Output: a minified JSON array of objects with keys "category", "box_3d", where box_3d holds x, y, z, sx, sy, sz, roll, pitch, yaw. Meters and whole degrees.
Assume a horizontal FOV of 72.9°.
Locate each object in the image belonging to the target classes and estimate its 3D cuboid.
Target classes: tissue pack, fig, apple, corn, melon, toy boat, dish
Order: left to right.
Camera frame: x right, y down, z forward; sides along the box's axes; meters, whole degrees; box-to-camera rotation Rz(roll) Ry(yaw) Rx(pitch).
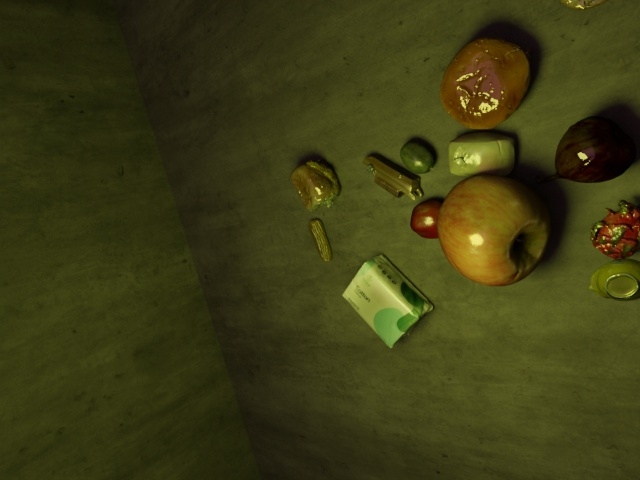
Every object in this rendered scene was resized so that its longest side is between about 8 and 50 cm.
[{"category":"corn","box_3d":[0.000,0.000,2.288,0.080,0.080,0.231,-15,98,42]},{"category":"tissue pack","box_3d":[0.310,0.284,2.045,0.356,0.194,0.266,46,130,19]},{"category":"toy boat","box_3d":[0.313,-0.273,1.917,0.310,0.089,0.115,35,128,25]},{"category":"melon","box_3d":[0.405,-0.341,1.801,0.167,0.114,0.114,44,128,21]},{"category":"apple","box_3d":[0.609,-0.045,1.566,0.346,0.391,0.391,34,127,51]},{"category":"fig","box_3d":[0.848,-0.264,1.442,0.217,0.217,0.321,59,160,7]},{"category":"dish","box_3d":[1.021,0.146,1.477,0.207,0.080,0.149,-32,83,40]}]

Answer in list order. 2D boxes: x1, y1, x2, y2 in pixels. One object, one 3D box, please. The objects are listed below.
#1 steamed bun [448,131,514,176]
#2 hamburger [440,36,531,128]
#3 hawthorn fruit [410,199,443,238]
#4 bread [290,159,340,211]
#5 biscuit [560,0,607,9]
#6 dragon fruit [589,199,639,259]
[{"category":"steamed bun","box_3d":[0.592,-0.314,1.625,0.238,0.152,0.170,11,113,40]},{"category":"hamburger","box_3d":[0.585,-0.557,1.539,0.290,0.170,0.314,39,125,16]},{"category":"hawthorn fruit","box_3d":[0.473,-0.091,1.804,0.188,0.169,0.169,-11,98,43]},{"category":"bread","box_3d":[-0.005,-0.271,2.117,0.176,0.195,0.246,-28,88,49]},{"category":"biscuit","box_3d":[0.834,-0.824,1.324,0.220,0.033,0.220,14,113,36]},{"category":"dragon fruit","box_3d":[0.976,-0.037,1.413,0.172,0.160,0.166,-62,32,33]}]
